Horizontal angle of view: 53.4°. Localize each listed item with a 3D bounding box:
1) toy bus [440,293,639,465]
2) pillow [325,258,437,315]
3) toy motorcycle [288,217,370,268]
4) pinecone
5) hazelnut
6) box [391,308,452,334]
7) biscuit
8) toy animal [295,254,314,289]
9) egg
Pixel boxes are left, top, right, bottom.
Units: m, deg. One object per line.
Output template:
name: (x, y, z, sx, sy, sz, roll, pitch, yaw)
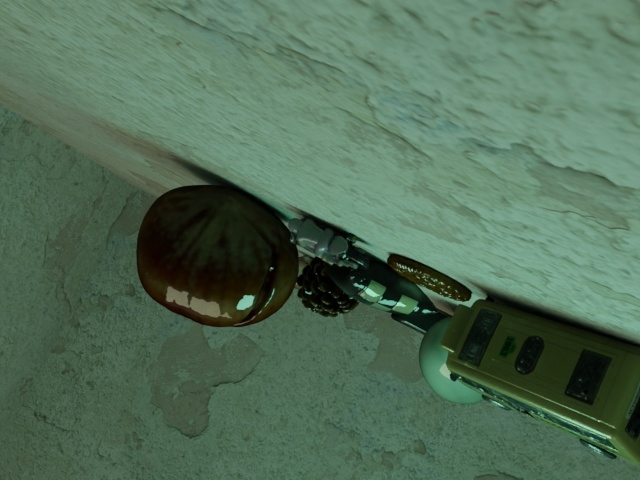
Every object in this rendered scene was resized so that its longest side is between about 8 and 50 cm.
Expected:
toy bus: (0.392, 0.223, 1.091, 0.201, 0.177, 0.365, 36, 167, -38)
pillow: (0.147, 0.114, 1.541, 0.249, 0.106, 0.186, 24, 176, -18)
toy motorcycle: (0.000, 0.000, 1.359, 0.152, 0.073, 0.225, 35, 171, -39)
pinecone: (0.043, 0.117, 1.715, 0.169, 0.185, 0.212, 52, 148, -14)
hazelnut: (-0.254, 0.038, 1.569, 0.408, 0.360, 0.359, 18, 173, 9)
box: (0.332, 0.252, 2.031, 0.200, 0.090, 0.144, 27, 175, -5)
biscuit: (0.220, 0.081, 1.301, 0.187, 0.027, 0.188, 26, 174, 3)
toy animal: (-0.035, 0.142, 2.519, 0.165, 0.150, 0.248, 1, 169, 43)
egg: (0.380, 0.319, 1.717, 0.229, 0.230, 0.371, 24, 169, 28)
